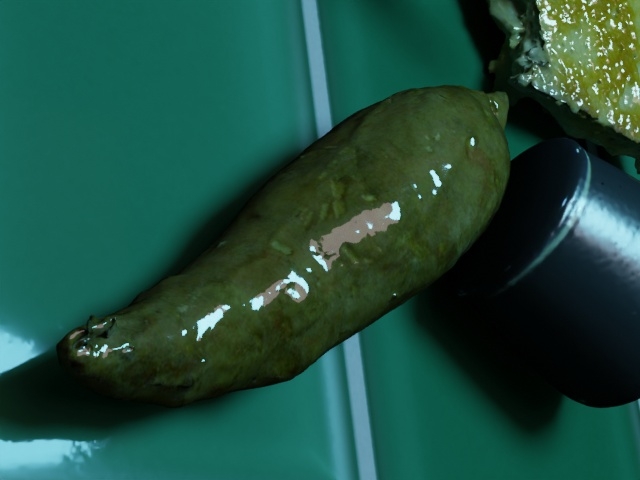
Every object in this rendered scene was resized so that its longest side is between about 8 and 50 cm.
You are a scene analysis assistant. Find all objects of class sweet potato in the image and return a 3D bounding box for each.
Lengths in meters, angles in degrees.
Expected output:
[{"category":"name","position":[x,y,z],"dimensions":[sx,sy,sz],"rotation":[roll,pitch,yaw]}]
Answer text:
[{"category":"sweet potato","position":[-0.002,0.005,0.772],"dimensions":[0.422,0.130,0.130],"rotation":[-33,94,-40]}]

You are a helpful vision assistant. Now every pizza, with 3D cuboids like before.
[{"category":"pizza","position":[0.220,-0.203,1.082],"dimensions":[0.223,0.089,0.323],"rotation":[-11,85,-34]}]

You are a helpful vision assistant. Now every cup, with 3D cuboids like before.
[{"category":"cup","position":[0.195,0.013,0.934],"dimensions":[0.176,0.169,0.223],"rotation":[33,17,-17]}]
